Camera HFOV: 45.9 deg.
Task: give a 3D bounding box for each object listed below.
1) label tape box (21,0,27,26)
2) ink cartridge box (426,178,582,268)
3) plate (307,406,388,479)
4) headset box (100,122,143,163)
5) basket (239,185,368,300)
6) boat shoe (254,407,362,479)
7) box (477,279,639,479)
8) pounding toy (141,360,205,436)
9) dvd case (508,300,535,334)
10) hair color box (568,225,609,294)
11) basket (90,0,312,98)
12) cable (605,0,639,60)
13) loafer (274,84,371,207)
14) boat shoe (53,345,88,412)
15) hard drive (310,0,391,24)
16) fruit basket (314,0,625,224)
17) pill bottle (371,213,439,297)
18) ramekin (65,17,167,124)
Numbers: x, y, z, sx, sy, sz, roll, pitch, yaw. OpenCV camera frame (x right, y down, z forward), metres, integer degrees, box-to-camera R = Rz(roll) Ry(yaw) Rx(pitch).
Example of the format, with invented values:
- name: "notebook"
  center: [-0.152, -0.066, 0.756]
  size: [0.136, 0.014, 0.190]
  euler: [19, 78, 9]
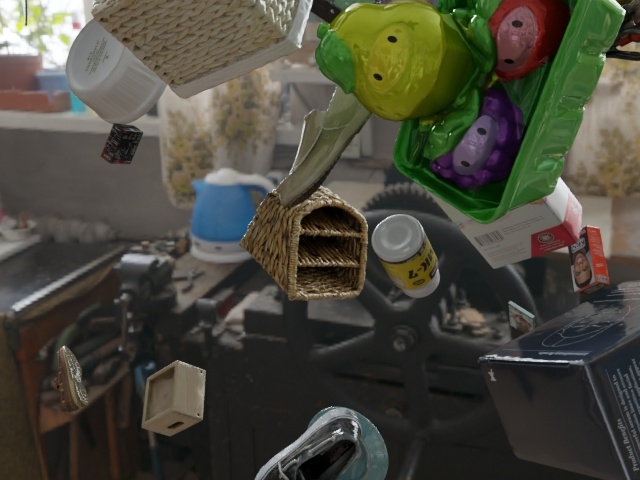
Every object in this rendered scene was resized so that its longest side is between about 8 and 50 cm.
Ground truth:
- name: "label tape box"
  center: [-0.475, -0.521, 1.089]
  size: [0.106, 0.333, 0.240]
  euler: [-1, 47, -27]
- name: "ink cartridge box"
  center: [0.406, -0.101, 1.688]
  size: [0.226, 0.306, 0.131]
  euler: [-20, 32, 42]
- name: "plate"
  center: [0.047, 0.426, 1.519]
  size: [0.188, 0.188, 0.024]
  euler: [11, 17, 29]
- name: "headset box"
  center: [-0.400, -0.190, 1.521]
  size: [0.032, 0.083, 0.062]
  euler: [34, 18, 20]
- name: "basket"
  center: [0.000, 0.000, 1.846]
  size: [0.223, 0.213, 0.299]
  euler: [44, 22, 32]
- name: "boat shoe"
  center: [-0.030, 0.454, 1.432]
  size: [0.113, 0.306, 0.105]
  euler: [42, 17, -16]
- name: "box"
  center: [0.544, 0.228, 1.340]
  size: [0.396, 0.211, 0.293]
  euler: [-21, 2, -22]
- name: "pounding toy"
  center: [-0.296, 0.324, 1.547]
  size: [0.100, 0.141, 0.130]
  euler: [29, 43, -35]
- name: "dvd case"
  center: [0.590, 0.234, 2.213]
  size: [0.013, 0.119, 0.087]
  euler: [-41, 52, -18]
- name: "hair color box"
  center: [0.612, 0.045, 1.735]
  size: [0.043, 0.141, 0.072]
  euler: [10, -28, -21]
- name: "basket"
  center: [-0.212, -0.506, 1.457]
  size: [0.331, 0.266, 0.328]
  euler: [-14, 53, 37]
- name: "cable"
  center: [0.504, -0.349, 1.332]
  size: [0.072, 0.139, 0.287]
  euler: [-27, -7, -23]
- name: "loafer"
  center: [-0.001, -0.173, 1.325]
  size: [0.092, 0.268, 0.102]
  euler: [37, -15, 2]
- name: "boat shoe"
  center: [-0.594, 0.324, 1.767]
  size: [0.060, 0.064, 0.178]
  euler: [-28, 51, -1]
- name: "hard drive"
  center: [0.008, -0.640, 1.777]
  size: [0.339, 0.064, 0.237]
  euler: [34, 61, 10]
- name: "fruit basket"
  center: [0.194, -0.236, 1.072]
  size: [0.392, 0.392, 0.283]
  euler: [-12, 33, -30]
- name: "pill bottle"
  center: [0.202, 0.042, 1.734]
  size: [0.119, 0.208, 0.119]
  euler: [-12, 56, 17]
- name: "ramekin"
  center: [-0.493, -0.425, 1.821]
  size: [0.273, 0.272, 0.127]
  euler: [14, -8, 35]
